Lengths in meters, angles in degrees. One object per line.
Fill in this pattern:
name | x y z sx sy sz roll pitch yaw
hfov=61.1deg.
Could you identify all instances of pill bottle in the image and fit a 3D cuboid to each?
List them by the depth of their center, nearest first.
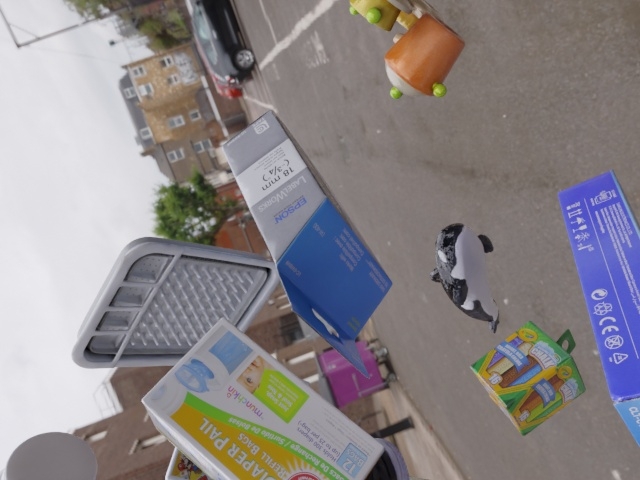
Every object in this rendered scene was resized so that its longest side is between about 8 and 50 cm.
pill bottle | -0.238 0.237 0.451 0.160 0.087 0.087 -63 30 27

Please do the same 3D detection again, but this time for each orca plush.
orca plush | 0.269 0.065 1.048 0.102 0.151 0.287 10 161 40

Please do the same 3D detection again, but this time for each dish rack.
dish rack | -0.258 0.112 0.992 0.332 0.286 0.072 13 -150 -46

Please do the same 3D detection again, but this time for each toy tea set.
toy tea set | 0.100 -0.336 0.855 0.200 0.124 0.336 28 -150 -19

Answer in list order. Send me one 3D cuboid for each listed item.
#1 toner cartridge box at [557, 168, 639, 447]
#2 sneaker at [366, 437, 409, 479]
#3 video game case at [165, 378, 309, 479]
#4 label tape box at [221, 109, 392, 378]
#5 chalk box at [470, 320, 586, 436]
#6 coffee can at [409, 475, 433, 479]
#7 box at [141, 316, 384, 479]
toner cartridge box | 0.353 0.080 0.601 0.165 0.075 0.348 50 -148 -22
sneaker | 0.046 0.387 0.649 0.153 0.101 0.269 9 -111 -47
video game case | -0.140 0.336 0.973 0.026 0.206 0.227 131 156 -59
label tape box | 0.000 0.000 0.783 0.241 0.106 0.334 49 -172 -48
chalk box | 0.615 0.372 1.541 0.180 0.289 0.179 52 -178 -33
coffee can | 0.207 0.609 1.147 0.202 0.201 0.275 69 155 10
box | -0.057 0.193 0.531 0.203 0.114 0.103 35 150 14
